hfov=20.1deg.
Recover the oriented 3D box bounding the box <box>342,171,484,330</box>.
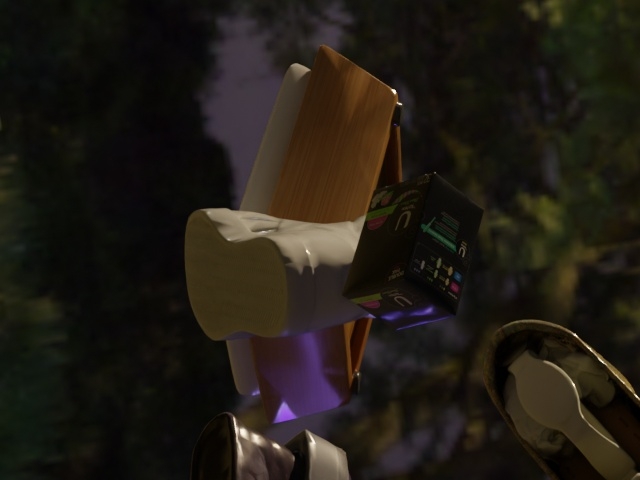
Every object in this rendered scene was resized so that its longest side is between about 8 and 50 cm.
[{"bbox_3d":[0.061,0.008,1.179,0.062,0.052,0.083,-16,-132,48],"label":"box"}]

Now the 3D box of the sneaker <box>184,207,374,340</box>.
[{"bbox_3d":[0.000,0.024,1.442,0.292,0.169,0.108,-164,-110,-68],"label":"sneaker"}]

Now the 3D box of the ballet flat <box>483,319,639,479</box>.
[{"bbox_3d":[0.242,0.187,1.424,0.348,0.123,0.123,50,-27,37],"label":"ballet flat"}]

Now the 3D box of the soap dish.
[{"bbox_3d":[0.000,0.000,1.696,0.229,0.118,0.291,84,19,-56],"label":"soap dish"}]

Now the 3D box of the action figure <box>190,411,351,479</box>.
[{"bbox_3d":[0.057,0.161,0.800,0.185,0.285,0.099,-53,-141,33],"label":"action figure"}]
